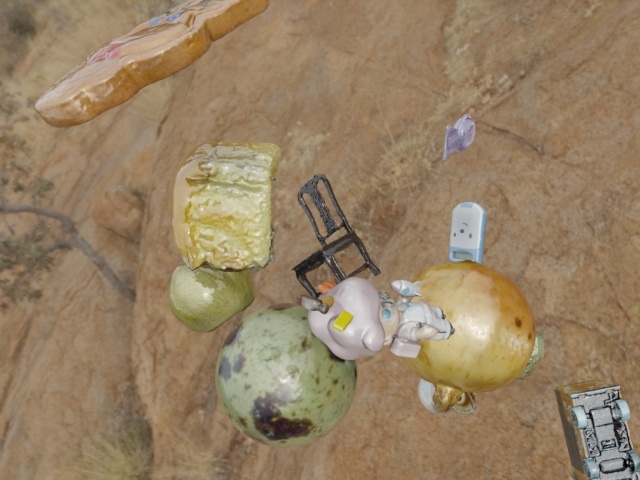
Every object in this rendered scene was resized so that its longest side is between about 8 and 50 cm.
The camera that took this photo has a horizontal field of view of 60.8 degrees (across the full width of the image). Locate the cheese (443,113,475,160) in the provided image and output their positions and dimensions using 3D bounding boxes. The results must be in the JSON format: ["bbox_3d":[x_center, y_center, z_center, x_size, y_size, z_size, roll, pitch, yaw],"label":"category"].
[{"bbox_3d":[0.377,-0.284,1.477,0.042,0.105,0.191,16,29,30],"label":"cheese"}]

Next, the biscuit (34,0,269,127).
[{"bbox_3d":[-0.213,-0.249,0.694,0.202,0.047,0.334,9,47,39],"label":"biscuit"}]

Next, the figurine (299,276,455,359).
[{"bbox_3d":[0.071,0.106,0.743,0.137,0.229,0.111,-110,32,-53],"label":"figurine"}]

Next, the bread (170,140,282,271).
[{"bbox_3d":[-0.148,-0.082,0.859,0.174,0.133,0.251,5,61,2],"label":"bread"}]

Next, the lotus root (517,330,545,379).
[{"bbox_3d":[0.606,0.342,1.630,0.070,0.143,0.144,-173,76,-78],"label":"lotus root"}]

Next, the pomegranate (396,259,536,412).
[{"bbox_3d":[0.379,0.262,1.491,0.410,0.410,0.410,-19,51,26],"label":"pomegranate"}]

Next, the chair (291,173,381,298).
[{"bbox_3d":[0.000,0.000,1.021,0.106,0.113,0.229,-37,83,47],"label":"chair"}]

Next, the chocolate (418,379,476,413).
[{"bbox_3d":[0.408,0.500,1.831,0.147,0.221,0.221,-41,40,42],"label":"chocolate"}]

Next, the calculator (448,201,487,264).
[{"bbox_3d":[0.444,-0.012,1.652,0.121,0.039,0.210,11,97,57],"label":"calculator"}]

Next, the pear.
[{"bbox_3d":[-0.208,0.093,1.035,0.167,0.136,0.167,-32,3,2],"label":"pear"}]

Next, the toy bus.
[{"bbox_3d":[0.711,0.509,1.405,0.139,0.167,0.275,-12,85,2],"label":"toy bus"}]

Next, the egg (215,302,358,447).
[{"bbox_3d":[-0.074,0.330,1.364,0.345,0.428,0.344,-3,80,18],"label":"egg"}]
